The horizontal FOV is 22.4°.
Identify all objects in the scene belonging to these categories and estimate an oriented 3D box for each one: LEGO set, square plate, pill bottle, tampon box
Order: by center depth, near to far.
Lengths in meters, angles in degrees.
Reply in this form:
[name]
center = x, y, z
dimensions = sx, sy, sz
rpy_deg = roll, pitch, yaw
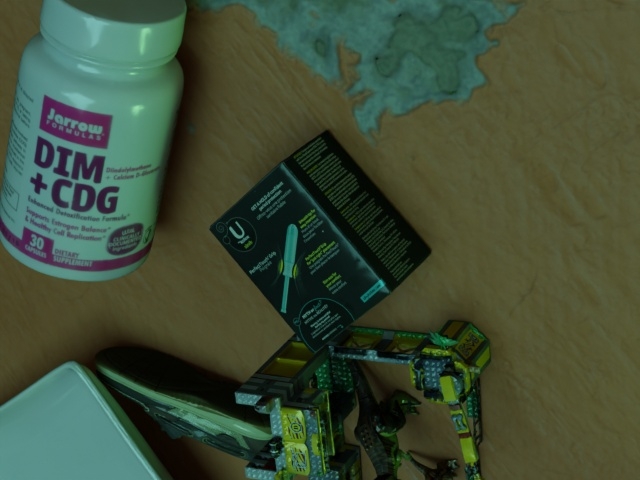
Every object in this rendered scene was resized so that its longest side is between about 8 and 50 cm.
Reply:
[tampon box]
center = 0.000, 0.000, 1.560
dimensions = 0.161, 0.101, 0.120
rpy_deg = 50, 124, 0
[pill bottle]
center = -0.223, -0.116, 1.587
dimensions = 0.160, 0.160, 0.283
rpy_deg = 24, 122, 16
[LEGO set]
center = 0.044, 0.236, 1.591
dimensions = 0.255, 0.192, 0.331
rpy_deg = 14, 118, 22
[square plate]
center = -0.260, 0.317, 1.850
dimensions = 0.347, 0.049, 0.344
rpy_deg = -30, 100, 44

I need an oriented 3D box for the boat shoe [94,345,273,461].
[boat shoe]
center = -0.146, 0.181, 1.736
dimensions = 0.223, 0.080, 0.073
rpy_deg = 19, 115, 14
